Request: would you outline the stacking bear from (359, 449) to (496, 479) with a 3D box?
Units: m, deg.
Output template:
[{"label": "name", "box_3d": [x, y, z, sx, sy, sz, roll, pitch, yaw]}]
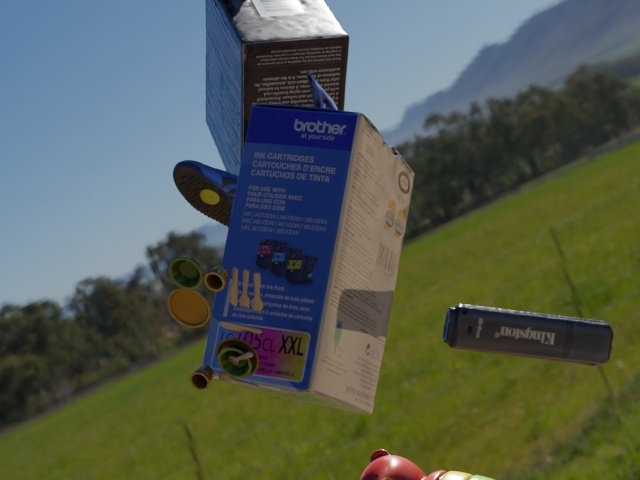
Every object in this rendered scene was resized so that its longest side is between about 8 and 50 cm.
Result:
[{"label": "stacking bear", "box_3d": [0.183, 0.393, 1.808, 0.289, 0.175, 0.164, 21, 1, 21]}]

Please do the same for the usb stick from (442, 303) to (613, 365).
[{"label": "usb stick", "box_3d": [0.337, 0.153, 2.082, 0.278, 0.077, 0.045, 8, 12, -8]}]

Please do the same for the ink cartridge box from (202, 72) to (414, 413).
[{"label": "ink cartridge box", "box_3d": [0.000, 0.000, 1.596, 0.151, 0.396, 0.270, 9, -10, 20]}]

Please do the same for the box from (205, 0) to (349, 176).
[{"label": "box", "box_3d": [-0.080, -0.263, 2.140, 0.182, 0.294, 0.296, -6, 36, -15]}]

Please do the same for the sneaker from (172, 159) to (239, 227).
[{"label": "sneaker", "box_3d": [-0.130, -0.070, 1.954, 0.069, 0.209, 0.082, -35, 30, 45]}]

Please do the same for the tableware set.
[{"label": "tableware set", "box_3d": [-0.111, 0.088, 1.311, 0.104, 0.154, 0.024, 13, 33, 14]}]
